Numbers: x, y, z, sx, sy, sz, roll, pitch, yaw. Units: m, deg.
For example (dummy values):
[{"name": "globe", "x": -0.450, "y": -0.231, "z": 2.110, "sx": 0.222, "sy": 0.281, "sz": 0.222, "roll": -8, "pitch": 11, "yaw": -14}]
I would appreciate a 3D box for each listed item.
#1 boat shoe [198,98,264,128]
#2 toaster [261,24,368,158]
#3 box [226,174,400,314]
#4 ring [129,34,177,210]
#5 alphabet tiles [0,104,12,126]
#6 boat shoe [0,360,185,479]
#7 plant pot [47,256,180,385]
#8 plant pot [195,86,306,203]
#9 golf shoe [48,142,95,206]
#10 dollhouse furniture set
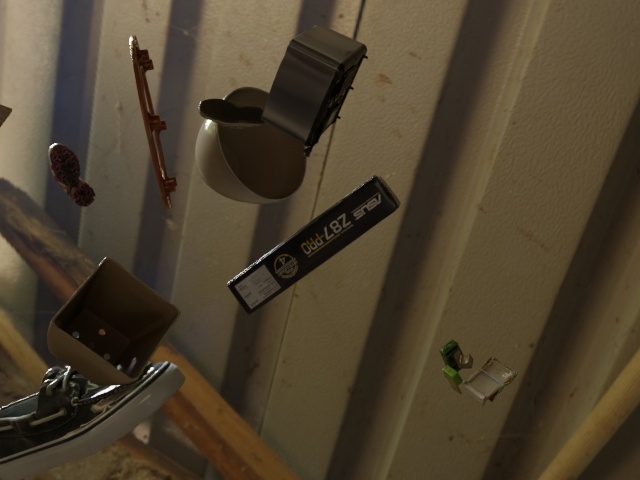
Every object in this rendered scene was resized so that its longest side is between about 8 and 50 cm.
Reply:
[{"name": "boat shoe", "x": -0.170, "y": -0.231, "z": 1.138, "sx": 0.045, "sy": 0.135, "sz": 0.050, "roll": -27, "pitch": -115, "yaw": 51}, {"name": "toaster", "x": -0.011, "y": -0.268, "z": 1.066, "sx": 0.110, "sy": 0.185, "sz": 0.168, "roll": 28, "pitch": -54, "yaw": 4}, {"name": "box", "x": 0.000, "y": 0.000, "z": 1.390, "sx": 0.395, "sy": 0.318, "sz": 0.097, "roll": -37, "pitch": -89, "yaw": 9}, {"name": "ring", "x": -0.318, "y": -0.225, "z": 1.174, "sx": 0.032, "sy": 0.336, "sz": 0.336, "roll": -12, "pitch": -75, "yaw": -11}, {"name": "alphabet tiles", "x": -0.681, "y": -0.195, "z": 1.042, "sx": 0.237, "sy": 0.198, "sz": 0.009, "roll": -33, "pitch": -125, "yaw": 35}, {"name": "boat shoe", "x": -0.344, "y": 0.230, "z": 0.829, "sx": 0.335, "sy": 0.121, "sz": 0.119, "roll": -28, "pitch": -84, "yaw": 15}, {"name": "plant pot", "x": -0.250, "y": 0.106, "z": 0.702, "sx": 0.109, "sy": 0.109, "sz": 0.096, "roll": 41, "pitch": -48, "yaw": -14}, {"name": "plant pot", "x": -0.199, "y": -0.212, "z": 1.506, "sx": 0.191, "sy": 0.284, "sz": 0.284, "roll": -17, "pitch": -81, "yaw": 42}, {"name": "golf shoe", "x": -0.632, "y": -0.165, "z": 1.500, "sx": 0.086, "sy": 0.067, "sz": 0.186, "roll": 28, "pitch": -35, "yaw": 30}, {"name": "dollhouse furniture set", "x": 0.262, "y": 0.230, "z": 1.018, "sx": 0.152, "sy": 0.076, "sz": 0.058, "roll": 33, "pitch": -24, "yaw": 58}]
